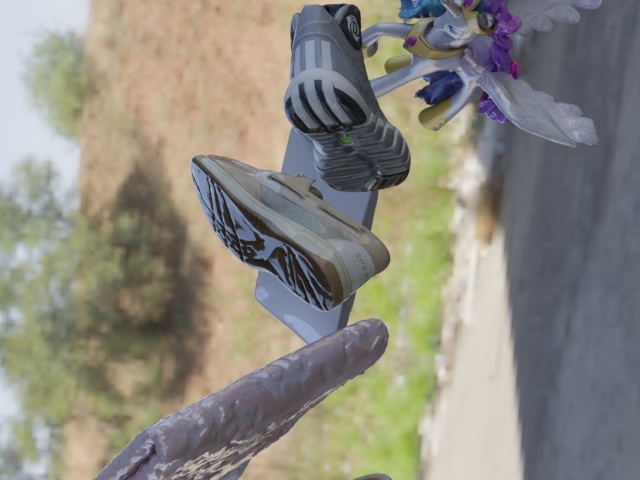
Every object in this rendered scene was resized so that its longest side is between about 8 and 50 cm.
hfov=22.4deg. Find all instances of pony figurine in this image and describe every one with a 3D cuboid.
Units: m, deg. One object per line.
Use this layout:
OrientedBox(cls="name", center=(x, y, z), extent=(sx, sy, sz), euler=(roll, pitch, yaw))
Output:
OrientedBox(cls="pony figurine", center=(0.233, -0.276, 2.447), extent=(0.363, 0.351, 0.302), euler=(-25, 62, 52))

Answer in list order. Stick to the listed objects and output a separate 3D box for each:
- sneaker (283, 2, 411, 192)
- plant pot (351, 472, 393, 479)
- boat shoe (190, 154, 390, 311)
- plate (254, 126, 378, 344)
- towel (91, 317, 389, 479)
OrientedBox(cls="sneaker", center=(0.025, -0.134, 1.396), extent=(0.228, 0.086, 0.132), euler=(58, -153, -67))
OrientedBox(cls="plant pot", center=(0.084, 0.442, 2.297), extent=(0.188, 0.205, 0.205), euler=(63, -176, -13))
OrientedBox(cls="boat shoe", center=(-0.040, -0.024, 1.833), extent=(0.302, 0.098, 0.109), euler=(35, 145, 44))
OrientedBox(cls="plate", center=(0.000, 0.000, 2.336), extent=(0.278, 0.045, 0.277), euler=(35, 115, 59))
OrientedBox(cls="towel", center=(-0.116, 0.211, 1.549), extent=(0.332, 0.053, 0.317), euler=(-25, -16, -50))
